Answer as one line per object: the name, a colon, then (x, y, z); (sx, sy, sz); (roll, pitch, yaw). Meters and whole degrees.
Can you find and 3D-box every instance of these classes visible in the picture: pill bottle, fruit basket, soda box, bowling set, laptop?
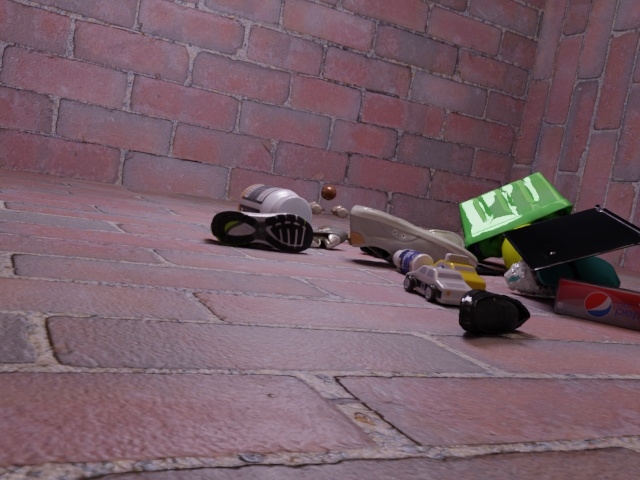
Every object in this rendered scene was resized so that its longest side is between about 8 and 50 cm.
pill bottle: (0.246, 0.059, 1.762); (0.067, 0.067, 0.120); (7, 6, -25)
fruit basket: (0.667, -0.002, 2.179); (0.393, 0.391, 0.283); (12, -14, 18)
pill bottle: (-0.152, -0.097, 2.176); (0.162, 0.162, 0.278); (6, 7, -32)
soda box: (0.686, 0.152, 1.523); (0.264, 0.083, 0.092); (11, 6, 18)
bowling set: (0.030, -0.095, 2.341); (0.287, 0.199, 0.154); (13, 4, -7)
laptop: (0.736, 0.063, 1.690); (0.408, 0.236, 0.382); (38, 14, -6)

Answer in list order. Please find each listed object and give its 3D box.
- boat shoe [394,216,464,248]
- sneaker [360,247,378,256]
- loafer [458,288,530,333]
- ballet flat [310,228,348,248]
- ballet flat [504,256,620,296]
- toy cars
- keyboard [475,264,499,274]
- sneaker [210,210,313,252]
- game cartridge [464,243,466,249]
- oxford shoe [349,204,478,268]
boat shoe: (0.300, 0.010, 2.191); (0.340, 0.127, 0.113); (7, -33, -8)
sneaker: (0.203, 0.032, 2.055); (0.178, 0.071, 0.077); (4, 14, 30)
loafer: (0.308, 0.126, 1.153); (0.078, 0.076, 0.223); (4, -2, 34)
ballet flat: (0.000, 0.000, 2.030); (0.213, 0.072, 0.068); (6, 34, -30)
ballet flat: (0.668, 0.101, 1.833); (0.409, 0.146, 0.147); (7, 6, -35)
toy cars: (0.298, 0.081, 1.534); (0.177, 0.087, 0.394); (12, 6, 20)
keyboard: (0.481, 0.091, 2.103); (0.180, 0.023, 0.108); (6, 13, -41)
sneaker: (-0.163, -0.032, 1.799); (0.300, 0.111, 0.121); (10, 1, -23)
game cartridge: (0.671, 0.029, 2.484); (0.294, 0.060, 0.196); (-10, -5, 40)
oxford shoe: (0.267, 0.022, 1.927); (0.450, 0.129, 0.169); (19, -4, -26)
